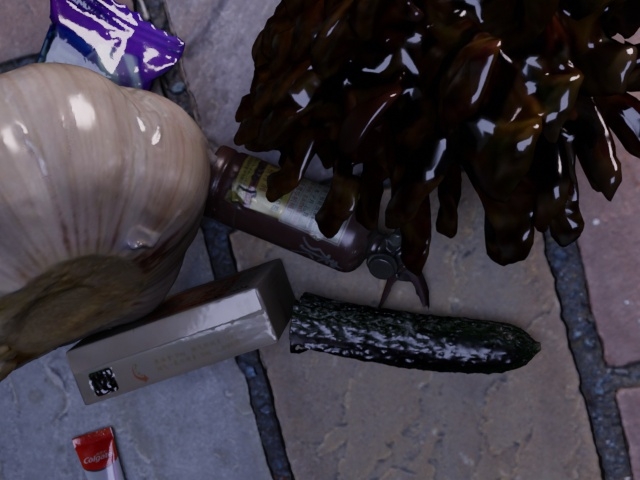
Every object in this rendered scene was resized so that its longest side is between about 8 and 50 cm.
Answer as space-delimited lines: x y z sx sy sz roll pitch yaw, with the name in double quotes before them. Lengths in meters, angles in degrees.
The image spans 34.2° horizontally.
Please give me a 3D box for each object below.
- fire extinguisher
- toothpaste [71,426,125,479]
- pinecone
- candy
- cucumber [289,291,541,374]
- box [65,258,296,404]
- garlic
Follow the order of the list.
"fire extinguisher" 0.003 -0.007 1.038 0.252 0.106 0.075 22 60 5
"toothpaste" -0.216 0.296 1.113 0.048 0.031 0.190 -19 90 13
"pinecone" 0.116 -0.154 0.848 0.397 0.398 0.398 1 96 9
"candy" -0.255 -0.126 1.056 0.145 0.070 0.275 29 99 -5
"cucumber" 0.092 0.099 1.023 0.245 0.067 0.067 9 97 -1
"box" -0.131 0.087 1.021 0.201 0.141 0.058 -18 98 11
"garlic" -0.245 -0.022 0.915 0.322 0.322 0.241 -35 89 10
